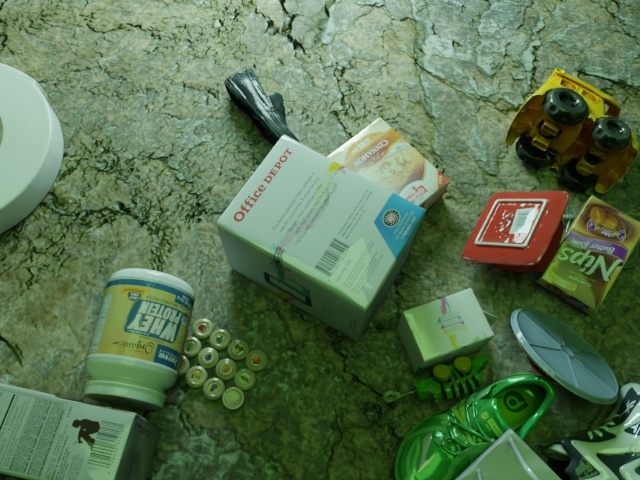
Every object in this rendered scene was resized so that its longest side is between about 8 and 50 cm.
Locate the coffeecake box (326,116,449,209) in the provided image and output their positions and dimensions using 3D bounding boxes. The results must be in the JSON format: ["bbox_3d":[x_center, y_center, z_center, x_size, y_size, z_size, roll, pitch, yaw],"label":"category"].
[{"bbox_3d":[0.121,-0.118,1.177,0.142,0.068,0.185,-39,73,-17],"label":"coffeecake box"}]

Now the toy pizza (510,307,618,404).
[{"bbox_3d":[0.387,0.188,1.012,0.201,0.032,0.201,25,27,-14],"label":"toy pizza"}]

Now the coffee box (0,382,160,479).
[{"bbox_3d":[-0.413,0.295,0.932,0.298,0.168,0.118,11,66,5],"label":"coffee box"}]

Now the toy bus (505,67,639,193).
[{"bbox_3d":[0.500,-0.226,1.205,0.220,0.149,0.211,33,54,11],"label":"toy bus"}]

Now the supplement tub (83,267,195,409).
[{"bbox_3d":[-0.290,0.159,1.006,0.145,0.144,0.199,7,66,2],"label":"supplement tub"}]

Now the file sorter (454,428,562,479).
[{"bbox_3d":[0.228,0.430,0.820,0.277,0.173,0.193,-45,80,5],"label":"file sorter"}]

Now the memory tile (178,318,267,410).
[{"bbox_3d":[-0.174,0.207,1.058,0.148,0.012,0.113,28,69,11],"label":"memory tile"}]

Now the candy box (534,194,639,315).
[{"bbox_3d":[0.479,0.026,1.114,0.109,0.053,0.186,33,79,12],"label":"candy box"}]

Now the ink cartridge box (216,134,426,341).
[{"bbox_3d":[0.000,0.000,1.052,0.270,0.197,0.198,30,69,12],"label":"ink cartridge box"}]

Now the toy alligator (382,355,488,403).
[{"bbox_3d":[0.196,0.239,1.016,0.190,0.056,0.051,-19,38,-10],"label":"toy alligator"}]

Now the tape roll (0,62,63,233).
[{"bbox_3d":[-0.691,-0.173,1.189,0.393,0.072,0.391,0,66,0],"label":"tape roll"}]

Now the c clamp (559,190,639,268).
[{"bbox_3d":[0.517,-0.017,1.163,0.161,0.022,0.137,15,66,6],"label":"c clamp"}]

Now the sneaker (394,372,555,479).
[{"bbox_3d":[0.236,0.289,0.967,0.296,0.123,0.109,-33,71,-14],"label":"sneaker"}]

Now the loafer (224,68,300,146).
[{"bbox_3d":[-0.103,-0.258,1.232,0.078,0.076,0.223,-37,68,-7],"label":"loafer"}]

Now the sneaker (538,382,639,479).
[{"bbox_3d":[0.425,0.311,0.976,0.153,0.094,0.234,15,59,14],"label":"sneaker"}]

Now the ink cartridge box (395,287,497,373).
[{"bbox_3d":[0.213,0.149,1.047,0.143,0.092,0.089,-18,67,-10],"label":"ink cartridge box"}]

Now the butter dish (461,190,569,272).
[{"bbox_3d":[0.360,0.002,1.109,0.160,0.118,0.160,3,55,50],"label":"butter dish"}]
